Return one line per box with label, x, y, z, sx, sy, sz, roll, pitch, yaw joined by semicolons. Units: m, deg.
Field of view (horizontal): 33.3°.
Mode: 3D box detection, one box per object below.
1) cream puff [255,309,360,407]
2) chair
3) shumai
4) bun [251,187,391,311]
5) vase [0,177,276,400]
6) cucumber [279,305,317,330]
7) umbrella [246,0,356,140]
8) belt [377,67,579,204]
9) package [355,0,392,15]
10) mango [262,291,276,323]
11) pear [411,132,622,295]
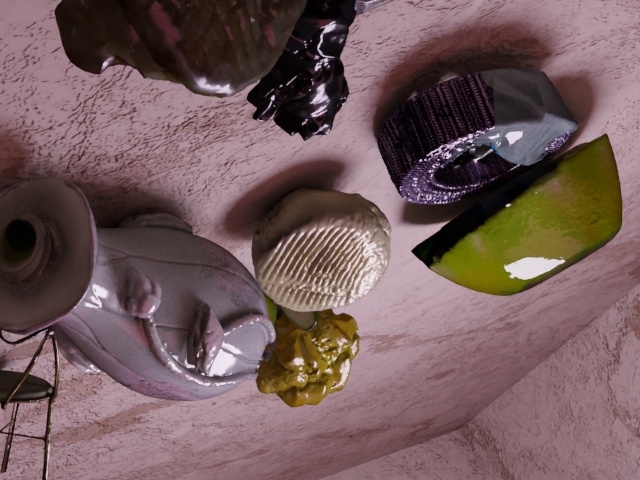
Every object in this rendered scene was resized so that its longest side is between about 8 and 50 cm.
cream puff;-0.029;0.206;2.011;0.221;0.194;0.194;-27;159;-12
chair;-0.463;0.224;1.598;0.160;0.170;0.325;4;99;-46
shumai;-0.137;-0.265;0.919;0.222;0.204;0.271;-3;113;-50
bun;0.000;0.000;1.624;0.220;0.134;0.220;-7;132;-8
vase;-0.242;0.072;1.370;0.250;0.250;0.445;-33;151;13
cucumber;-0.036;0.107;1.859;0.067;0.107;0.035;-44;159;31
umbrella;-0.013;-0.224;1.162;0.122;0.110;0.272;-20;153;-18
belt;0.223;-0.152;1.562;0.260;0.122;0.325;-30;161;27
package;0.082;-0.288;1.237;0.110;0.015;0.037;-25;164;-4
mango;-0.142;0.117;1.802;0.122;0.085;0.191;-20;150;9
pear;0.364;-0.018;1.820;0.399;0.165;0.399;-31;175;-3
